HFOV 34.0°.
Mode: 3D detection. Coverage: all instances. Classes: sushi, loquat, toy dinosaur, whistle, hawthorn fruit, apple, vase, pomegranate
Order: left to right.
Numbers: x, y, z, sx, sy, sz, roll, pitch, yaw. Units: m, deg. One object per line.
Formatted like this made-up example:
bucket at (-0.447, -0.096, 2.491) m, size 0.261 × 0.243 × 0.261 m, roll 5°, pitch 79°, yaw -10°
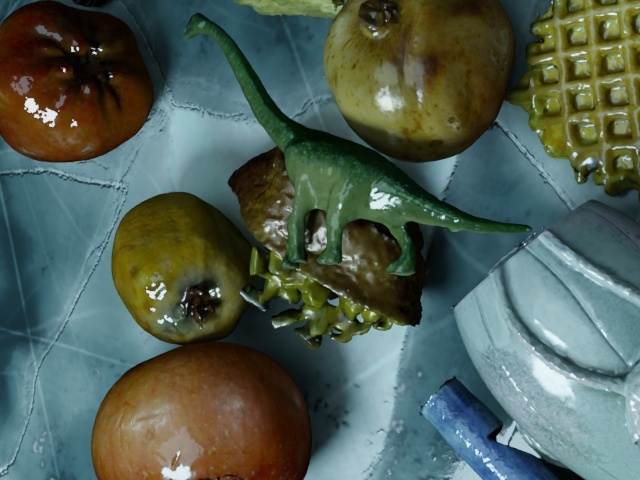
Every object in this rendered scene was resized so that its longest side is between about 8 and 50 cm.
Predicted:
hawthorn fruit at (-0.361, -0.206, 1.428) m, size 0.261 × 0.224 × 0.224 m, roll -18°, pitch 82°, yaw 49°
loquat at (-0.173, 0.039, 1.317) m, size 0.176 × 0.187 × 0.234 m, roll -57°, pitch 31°, yaw 21°
apple at (-0.142, 0.237, 1.282) m, size 0.272 × 0.252 × 0.206 m, roll -26°, pitch 68°, yaw 45°
sushi at (0.002, 0.003, 1.244) m, size 0.296 × 0.167 × 0.179 m, roll 37°, pitch 116°, yaw 3°
toy dinosaur at (0.022, -0.117, 1.122) m, size 0.447 × 0.087 × 0.300 m, roll 1°, pitch 79°, yaw 29°
pomegranate at (0.108, -0.200, 1.147) m, size 0.215 × 0.215 × 0.215 m, roll 1°, pitch 91°, yaw 29°
whistle at (0.224, 0.265, 1.066) m, size 0.304 × 0.062 × 0.062 m, roll 45°, pitch 111°, yaw 23°
vase at (0.337, 0.177, 1.022) m, size 0.250 × 0.250 × 0.445 m, roll -44°, pitch 77°, yaw 23°

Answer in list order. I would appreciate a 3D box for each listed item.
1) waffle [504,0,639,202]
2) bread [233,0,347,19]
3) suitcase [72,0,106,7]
waffle at (0.330, -0.178, 1.121) m, size 0.254 × 0.052 × 0.245 m, roll 46°, pitch 113°, yaw 20°
bread at (-0.045, -0.326, 1.207) m, size 0.178 × 0.266 × 0.141 m, roll 30°, pitch 102°, yaw 24°
suitcase at (-0.338, -0.397, 1.483) m, size 0.086 × 0.059 × 0.126 m, roll -43°, pitch 71°, yaw 29°
